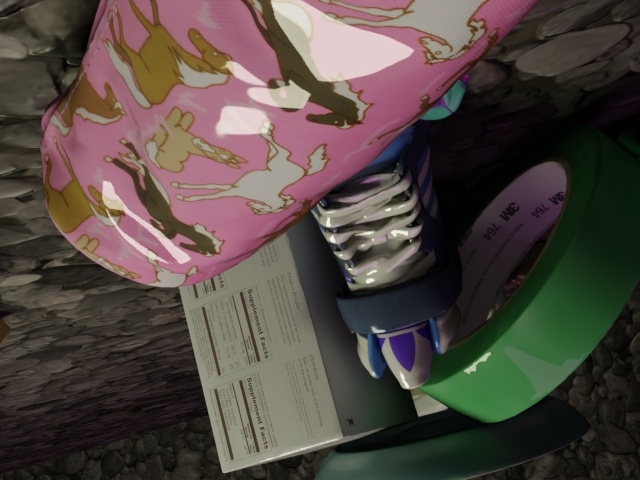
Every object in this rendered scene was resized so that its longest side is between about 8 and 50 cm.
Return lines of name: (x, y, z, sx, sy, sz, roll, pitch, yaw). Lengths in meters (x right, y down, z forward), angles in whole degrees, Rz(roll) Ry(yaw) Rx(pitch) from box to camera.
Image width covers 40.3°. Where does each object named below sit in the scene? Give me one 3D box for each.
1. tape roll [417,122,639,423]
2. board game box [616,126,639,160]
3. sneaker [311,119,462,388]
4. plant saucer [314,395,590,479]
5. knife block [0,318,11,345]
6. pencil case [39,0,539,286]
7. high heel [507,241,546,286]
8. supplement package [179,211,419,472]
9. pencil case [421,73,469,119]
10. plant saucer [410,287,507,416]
tape roll: (0.207, 0.031, 0.906, 0.077, 0.321, 0.321, 33, 151, -9)
board game box: (0.344, 0.045, 1.174, 0.390, 0.050, 0.390, -55, 154, 13)
sneaker: (0.063, 0.010, 0.776, 0.130, 0.236, 0.323, -17, 166, 6)
plant saucer: (0.139, 0.225, 0.980, 0.317, 0.044, 0.317, -15, 174, -2)
knife block: (-0.465, 0.206, 0.957, 0.088, 0.242, 0.275, -23, 164, 30)
pencil case: (-0.035, -0.099, 0.438, 0.160, 0.167, 0.386, -31, 175, -33)
high heel: (0.380, 0.075, 1.609, 0.261, 0.093, 0.186, -14, 162, -42)
supplement package: (-0.026, 0.095, 0.949, 0.145, 0.262, 0.204, -21, 165, 24)
pencil case: (0.043, -0.126, 0.596, 0.070, 0.064, 0.151, -10, 171, 36)
plant saucer: (0.071, 0.123, 1.274, 0.400, 0.100, 0.400, -5, 129, -6)
